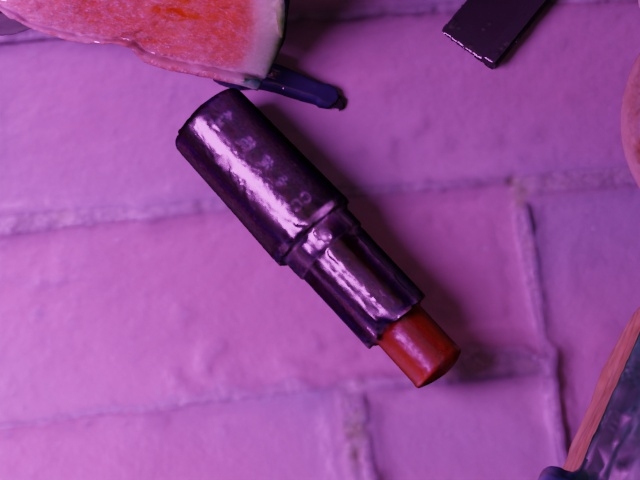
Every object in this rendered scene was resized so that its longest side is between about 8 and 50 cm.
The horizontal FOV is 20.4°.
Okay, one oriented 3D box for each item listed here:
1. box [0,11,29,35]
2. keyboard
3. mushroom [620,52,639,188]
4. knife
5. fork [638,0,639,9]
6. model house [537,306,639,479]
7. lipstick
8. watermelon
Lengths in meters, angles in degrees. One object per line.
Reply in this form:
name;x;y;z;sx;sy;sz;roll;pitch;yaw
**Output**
box;-0.231;-0.420;1.537;0.396;0.111;0.396;-34;82;-13
keyboard;0.188;-0.237;1.579;0.060;0.018;0.195;37;75;12
mushroom;0.357;-0.094;1.463;0.226;0.178;0.227;4;104;19
knife;-0.036;-0.135;1.528;0.121;0.018;0.031;17;67;-1
fork;0.287;-0.234;1.582;0.028;0.034;0.219;-7;73;20
model house;0.306;0.227;1.301;0.334;0.342;0.382;23;74;2
lipstick;0.000;0.000;1.464;0.081;0.081;0.300;-41;82;-14
watermelon;-0.142;-0.298;1.362;0.292;0.222;0.319;6;88;-12
